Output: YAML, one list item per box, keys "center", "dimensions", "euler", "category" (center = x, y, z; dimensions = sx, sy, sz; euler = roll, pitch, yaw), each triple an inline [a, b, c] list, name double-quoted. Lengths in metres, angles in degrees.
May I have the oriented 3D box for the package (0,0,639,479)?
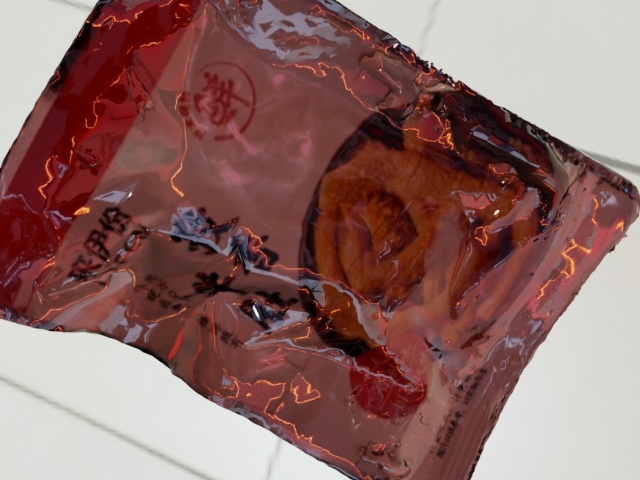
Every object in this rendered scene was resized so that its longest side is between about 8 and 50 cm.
- center: [0.000, 0.000, 0.630]
  dimensions: [0.154, 0.239, 0.030]
  euler: [-58, 31, 6]
  category: "package"
